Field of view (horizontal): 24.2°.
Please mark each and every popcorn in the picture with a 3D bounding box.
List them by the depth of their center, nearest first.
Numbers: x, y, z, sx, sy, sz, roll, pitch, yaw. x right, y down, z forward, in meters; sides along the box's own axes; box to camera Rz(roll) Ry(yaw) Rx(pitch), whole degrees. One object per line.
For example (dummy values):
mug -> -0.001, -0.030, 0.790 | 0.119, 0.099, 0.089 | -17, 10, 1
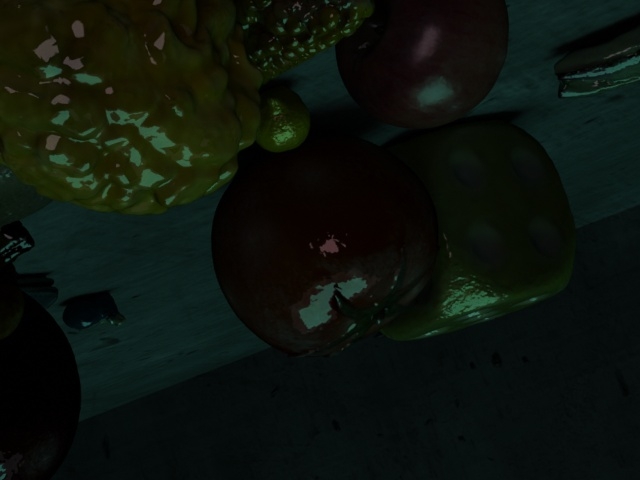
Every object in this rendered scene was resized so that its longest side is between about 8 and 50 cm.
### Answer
popcorn -> -0.138, -0.126, 1.000 | 0.203, 0.226, 0.200 | -52, -178, 12

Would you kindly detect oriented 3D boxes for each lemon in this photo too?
lemon -> -0.042, -0.122, 1.497 | 0.065, 0.065, 0.092 | -18, 160, -5

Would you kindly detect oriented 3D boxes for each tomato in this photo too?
tomato -> 0.000, 0.000, 1.717 | 0.264, 0.265, 0.265 | -18, 169, -3

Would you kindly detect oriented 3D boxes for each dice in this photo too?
dice -> 0.177, -0.011, 1.956 | 0.233, 0.238, 0.227 | -12, 168, -34

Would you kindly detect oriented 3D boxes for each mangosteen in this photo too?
mangosteen -> -0.381, 0.141, 1.474 | 0.297, 0.297, 0.293 | -12, 157, -30

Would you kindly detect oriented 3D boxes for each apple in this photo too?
apple -> 0.088, -0.168, 1.240 | 0.120, 0.153, 0.153 | 11, 155, -32

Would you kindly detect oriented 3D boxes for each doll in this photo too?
doll -> -0.340, 0.108, 2.195 | 0.083, 0.051, 0.076 | -13, -174, -34

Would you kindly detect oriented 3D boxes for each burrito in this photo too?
burrito -> 0.412, -0.234, 1.701 | 0.309, 0.066, 0.096 | -21, 164, 12

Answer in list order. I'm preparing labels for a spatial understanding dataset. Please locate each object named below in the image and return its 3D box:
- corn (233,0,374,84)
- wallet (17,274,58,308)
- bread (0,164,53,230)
corn -> -0.074, -0.158, 1.189 | 0.097, 0.097, 0.319 | -7, 166, -46
wallet -> -0.520, 0.120, 1.938 | 0.290, 0.054, 0.251 | -27, 168, 33
bread -> -0.302, -0.060, 1.262 | 0.183, 0.102, 0.337 | -15, 171, -12
